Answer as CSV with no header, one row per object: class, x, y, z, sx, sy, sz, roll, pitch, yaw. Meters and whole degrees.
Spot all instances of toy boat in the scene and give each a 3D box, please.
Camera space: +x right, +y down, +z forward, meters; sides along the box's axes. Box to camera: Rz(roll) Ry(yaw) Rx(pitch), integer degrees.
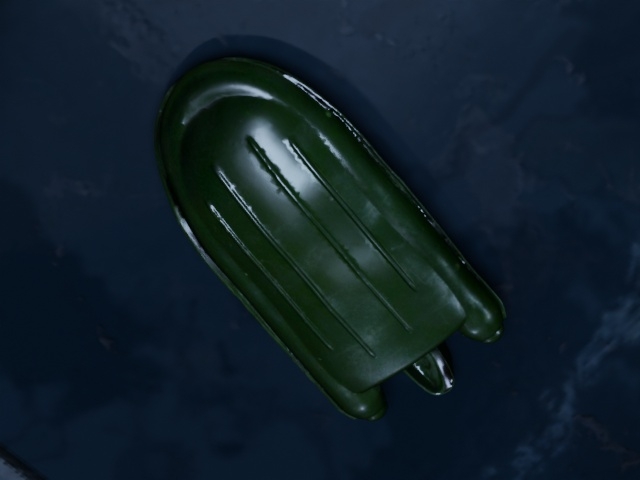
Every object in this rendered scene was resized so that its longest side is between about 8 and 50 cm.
toy boat,0.000,0.000,0.887,0.104,0.052,0.210,-35,107,19
